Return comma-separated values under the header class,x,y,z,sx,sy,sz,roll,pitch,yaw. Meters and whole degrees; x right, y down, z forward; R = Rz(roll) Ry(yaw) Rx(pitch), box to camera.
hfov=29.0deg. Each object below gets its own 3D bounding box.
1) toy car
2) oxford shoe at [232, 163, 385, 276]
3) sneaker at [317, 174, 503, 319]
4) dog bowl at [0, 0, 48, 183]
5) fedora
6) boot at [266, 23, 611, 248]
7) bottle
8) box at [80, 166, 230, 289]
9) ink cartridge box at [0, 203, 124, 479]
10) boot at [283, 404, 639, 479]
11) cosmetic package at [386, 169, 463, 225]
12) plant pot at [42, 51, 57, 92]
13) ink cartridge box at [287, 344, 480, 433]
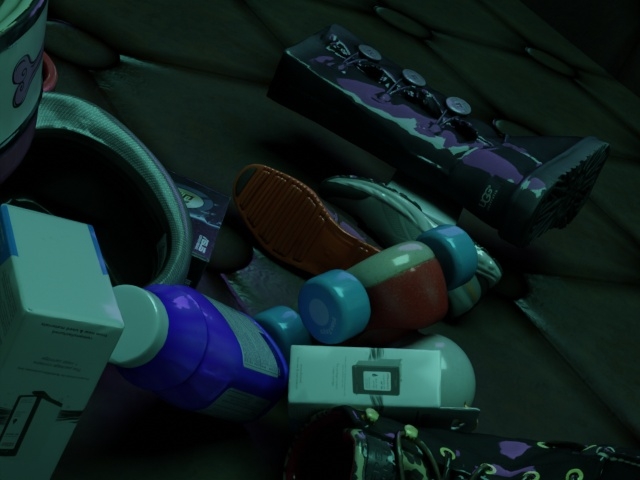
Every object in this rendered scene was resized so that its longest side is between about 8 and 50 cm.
class,x,y,z,sx,sy,sz,roll,pitch,yaw
toy car,0.083,0.137,1.347,0.219,0.210,0.238,-20,80,-42
oxford shoe,0.000,0.000,1.601,0.271,0.097,0.098,40,9,14
sneaker,0.107,0.003,1.650,0.271,0.108,0.100,34,-5,8
dog bowl,-0.423,-0.136,1.047,0.408,0.150,0.408,-2,35,2
fedora,-0.262,-0.005,1.246,0.275,0.124,0.243,48,47,12
boot,0.186,-0.175,1.870,0.445,0.146,0.367,31,22,20
bottle,-0.120,0.100,1.136,0.118,0.092,0.283,49,4,21
box,-0.195,-0.015,1.425,0.147,0.077,0.180,25,25,-6
ink cartridge box,-0.248,0.098,1.009,0.086,0.203,0.148,13,29,-31
boot,0.150,0.226,1.088,0.284,0.138,0.377,13,-9,-19
cosmetic package,0.146,-0.049,1.824,0.117,0.085,0.231,28,23,4
plant pot,-0.402,-0.136,1.338,0.191,0.174,0.191,23,25,-11
ink cartridge box,0.060,0.148,1.200,0.180,0.104,0.060,2,66,0
